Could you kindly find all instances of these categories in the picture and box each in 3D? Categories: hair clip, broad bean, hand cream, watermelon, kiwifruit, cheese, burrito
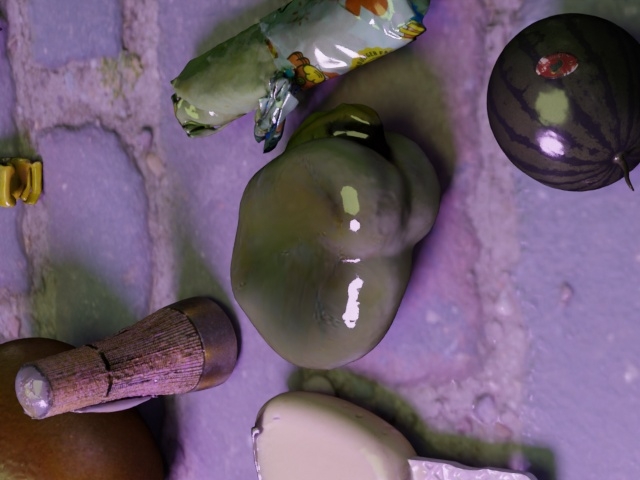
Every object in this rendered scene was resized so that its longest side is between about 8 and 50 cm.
[{"bbox_3d":[-0.363,-0.065,1.152,0.173,0.046,0.072,14,103,40],"label":"hair clip"},{"bbox_3d":[0.000,0.000,0.827,0.169,0.100,0.228,38,122,37],"label":"broad bean"},{"bbox_3d":[-0.162,0.104,0.911,0.084,0.203,0.084,8,103,38],"label":"hand cream"},{"bbox_3d":[0.160,-0.075,0.665,0.105,0.105,0.133,-53,44,33],"label":"watermelon"},{"bbox_3d":[-0.258,0.199,1.022,0.234,0.196,0.196,55,128,26],"label":"kiwifruit"},{"bbox_3d":[0.055,0.188,0.844,0.255,0.050,0.127,1,99,40],"label":"cheese"},{"bbox_3d":[-0.023,-0.131,0.833,0.288,0.054,0.104,-18,64,41],"label":"burrito"}]

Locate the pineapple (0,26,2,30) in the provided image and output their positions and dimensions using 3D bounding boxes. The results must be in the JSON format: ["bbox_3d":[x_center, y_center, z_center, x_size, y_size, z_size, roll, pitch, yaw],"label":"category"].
[{"bbox_3d":[-0.446,-0.288,1.118,0.169,0.169,0.340,-29,88,40],"label":"pineapple"}]
